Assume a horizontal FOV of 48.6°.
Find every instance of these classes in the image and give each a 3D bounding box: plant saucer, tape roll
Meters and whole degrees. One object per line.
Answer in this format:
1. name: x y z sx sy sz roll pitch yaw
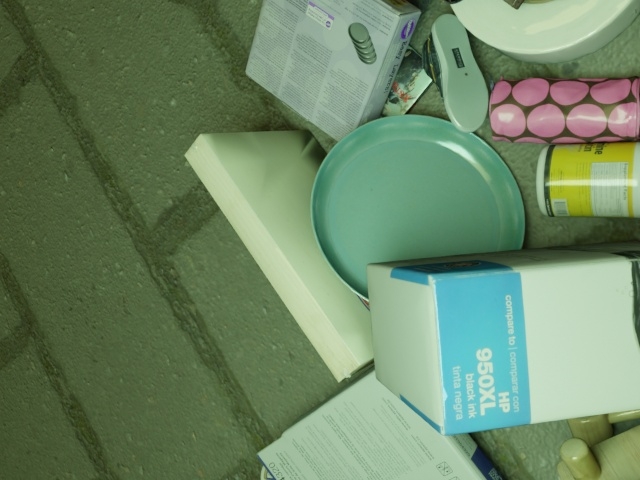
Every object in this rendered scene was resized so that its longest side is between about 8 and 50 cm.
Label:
1. plant saucer: 0.142 -0.038 1.054 0.317 0.044 0.318 1 69 -4
2. tape roll: 0.319 -0.394 0.987 0.286 0.100 0.286 2 94 29

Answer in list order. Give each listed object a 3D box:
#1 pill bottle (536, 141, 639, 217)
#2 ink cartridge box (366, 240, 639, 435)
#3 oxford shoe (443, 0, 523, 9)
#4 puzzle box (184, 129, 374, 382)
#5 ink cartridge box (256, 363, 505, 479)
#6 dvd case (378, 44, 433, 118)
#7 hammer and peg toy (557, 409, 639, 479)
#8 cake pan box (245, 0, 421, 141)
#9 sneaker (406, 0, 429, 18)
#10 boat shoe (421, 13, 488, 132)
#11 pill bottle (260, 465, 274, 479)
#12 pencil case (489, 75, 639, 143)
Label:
1. pill bottle: 0.395 -0.082 0.964 0.184 0.103 0.103 2 94 28
2. ink cartridge box: 0.280 0.093 0.840 0.394 0.285 0.166 -5 91 -9
3. oxford shoe: 0.158 -0.380 0.969 0.271 0.097 0.098 21 109 26
4. puzzle box: 0.000 0.000 1.090 0.052 0.272 0.409 -44 72 32
5. ink cartridge box: 0.106 0.388 1.143 0.330 0.071 0.324 -40 85 31
6. dvd case: 0.126 -0.251 1.152 0.087 0.013 0.119 48 114 18
7. hammer and peg toy: 0.427 0.270 0.848 0.266 0.361 0.127 -29 115 13
8. cake pan box: 0.004 -0.316 1.138 0.267 0.070 0.246 38 131 22
9. sneaker: 0.142 -0.476 1.089 0.112 0.131 0.319 14 122 -1
10. boat shoe: 0.200 -0.239 1.066 0.065 0.083 0.183 -8 79 -8
11. pill bottle: -0.040 0.421 1.258 0.120 0.067 0.067 -5 91 29
12. pencil case: 0.343 -0.188 0.998 0.209 0.095 0.098 7 59 26
